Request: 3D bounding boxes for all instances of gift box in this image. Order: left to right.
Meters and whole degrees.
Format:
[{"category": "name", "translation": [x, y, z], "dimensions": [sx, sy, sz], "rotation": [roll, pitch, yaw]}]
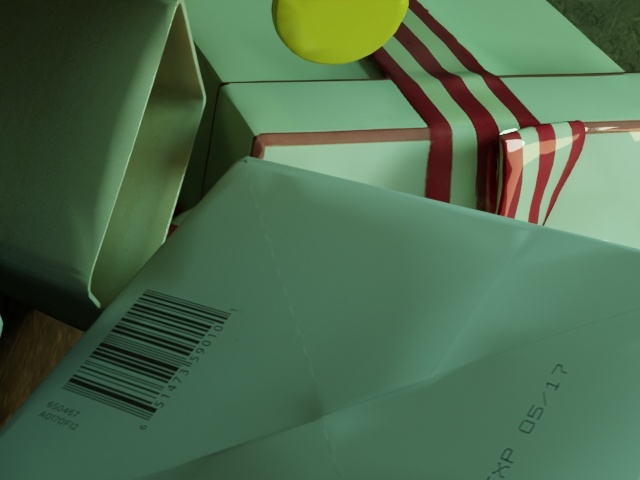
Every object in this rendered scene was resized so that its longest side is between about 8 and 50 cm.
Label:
[{"category": "gift box", "translation": [0.000, 0.000, 0.731], "dimensions": [0.258, 0.276, 0.255], "rotation": [-126, -146, -47]}]

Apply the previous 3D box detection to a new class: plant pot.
[{"category": "plant pot", "translation": [-0.106, -0.032, 0.524], "dimensions": [0.109, 0.096, 0.109], "rotation": [92, 13, -76]}]

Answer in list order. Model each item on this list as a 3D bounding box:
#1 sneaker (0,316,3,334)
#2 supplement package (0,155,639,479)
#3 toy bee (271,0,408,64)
[{"category": "sneaker", "translation": [-0.153, 0.093, 0.582], "dimensions": [0.054, 0.061, 0.152], "rotation": [95, 9, -56]}, {"category": "supplement package", "translation": [0.027, 0.146, 0.511], "dimensions": [0.199, 0.198, 0.263], "rotation": [-52, 143, -34]}, {"category": "toy bee", "translation": [-0.041, -0.138, 0.518], "dimensions": [0.162, 0.195, 0.298], "rotation": [-44, -159, -7]}]
